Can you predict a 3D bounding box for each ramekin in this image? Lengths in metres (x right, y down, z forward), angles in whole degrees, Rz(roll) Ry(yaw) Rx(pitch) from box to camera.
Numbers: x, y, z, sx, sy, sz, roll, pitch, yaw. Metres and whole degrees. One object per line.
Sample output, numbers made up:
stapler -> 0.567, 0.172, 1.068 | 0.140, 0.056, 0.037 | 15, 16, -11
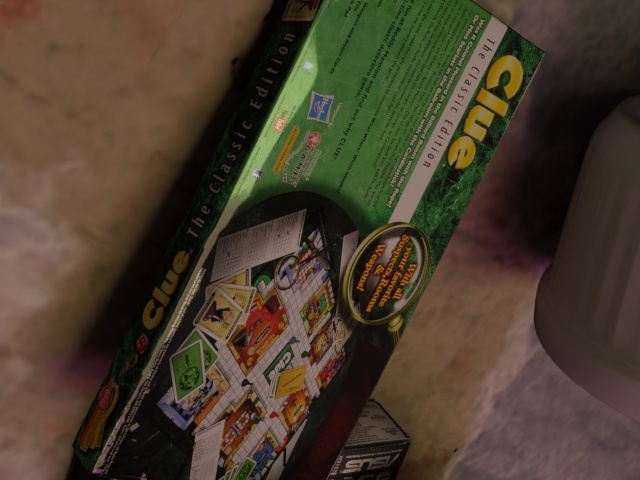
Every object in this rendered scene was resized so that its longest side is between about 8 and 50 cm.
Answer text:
ramekin -> 0.252, 0.002, 0.538 | 0.272, 0.273, 0.127 | -10, 113, -29

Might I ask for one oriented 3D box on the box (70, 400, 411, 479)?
box -> -0.059, 0.180, 0.586 | 0.190, 0.045, 0.184 | 2, 120, -36

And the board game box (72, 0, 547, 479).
board game box -> 0.000, 0.000, 0.486 | 0.136, 0.030, 0.260 | 24, 95, -38
